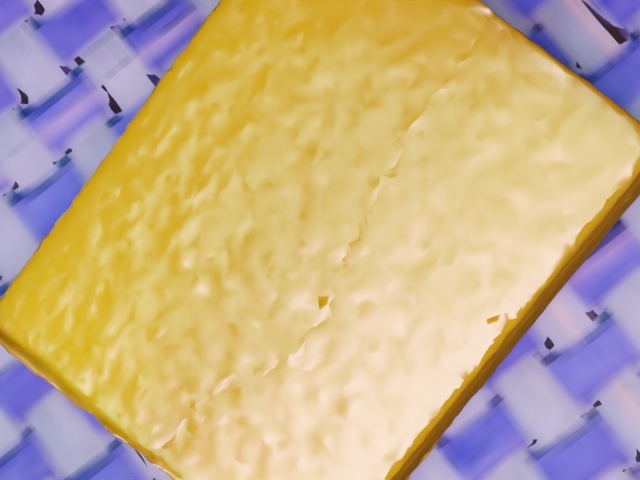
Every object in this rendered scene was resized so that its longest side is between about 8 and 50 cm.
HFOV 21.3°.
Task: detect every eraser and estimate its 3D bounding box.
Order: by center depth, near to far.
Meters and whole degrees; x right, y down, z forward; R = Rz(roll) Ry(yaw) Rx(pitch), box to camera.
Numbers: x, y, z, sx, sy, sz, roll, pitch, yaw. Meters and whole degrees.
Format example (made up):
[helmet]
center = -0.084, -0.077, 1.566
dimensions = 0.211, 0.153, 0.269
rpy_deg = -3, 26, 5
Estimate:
[eraser]
center = 0.000, 0.000, 0.379
dimensions = 0.097, 0.045, 0.122
rpy_deg = 39, 92, 9
